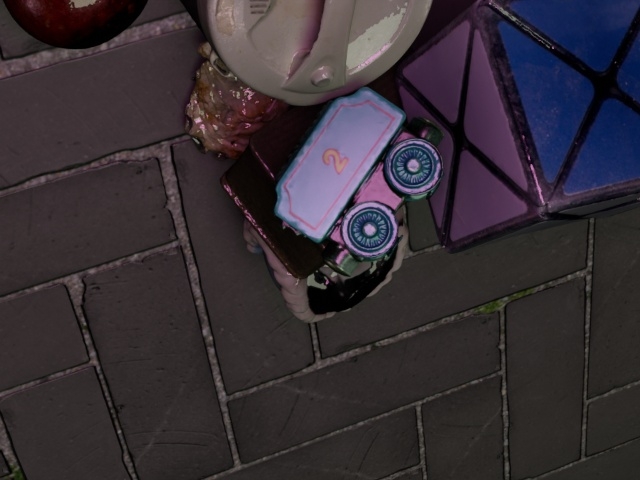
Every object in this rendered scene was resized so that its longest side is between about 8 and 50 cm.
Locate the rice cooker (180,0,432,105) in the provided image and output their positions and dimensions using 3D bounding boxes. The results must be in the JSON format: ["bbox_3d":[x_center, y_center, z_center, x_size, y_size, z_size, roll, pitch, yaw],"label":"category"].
[{"bbox_3d":[-0.027,-0.320,1.338,0.288,0.277,0.288,-13,128,-18],"label":"rice cooker"}]

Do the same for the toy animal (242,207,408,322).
[{"bbox_3d":[0.000,0.000,1.648,0.208,0.204,0.156,-27,160,-23],"label":"toy animal"}]

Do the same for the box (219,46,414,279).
[{"bbox_3d":[0.035,-0.105,1.521,0.273,0.184,0.143,-37,178,-22],"label":"box"}]

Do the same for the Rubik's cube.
[{"bbox_3d":[0.265,-0.142,1.396,0.259,0.260,0.255,-10,172,-20],"label":"Rubik's cube"}]

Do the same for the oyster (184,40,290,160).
[{"bbox_3d":[-0.111,-0.179,1.539,0.163,0.081,0.191,-35,128,9],"label":"oyster"}]

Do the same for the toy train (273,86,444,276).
[{"bbox_3d":[0.043,-0.070,1.354,0.163,0.112,0.203,34,87,2],"label":"toy train"}]

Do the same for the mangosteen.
[{"bbox_3d":[-0.268,-0.309,1.289,0.200,0.200,0.199,-13,129,-16],"label":"mangosteen"}]
